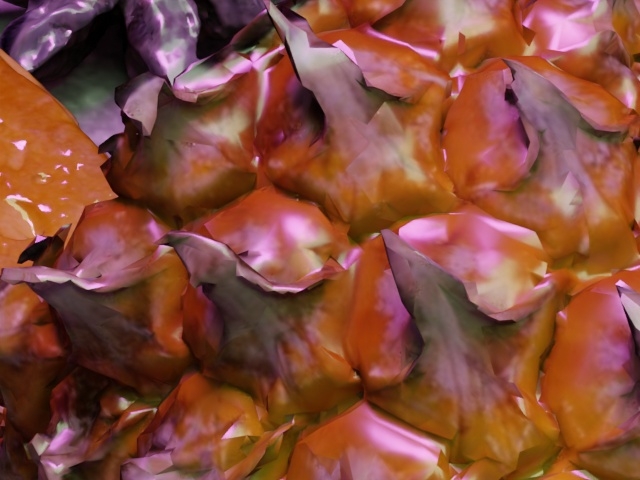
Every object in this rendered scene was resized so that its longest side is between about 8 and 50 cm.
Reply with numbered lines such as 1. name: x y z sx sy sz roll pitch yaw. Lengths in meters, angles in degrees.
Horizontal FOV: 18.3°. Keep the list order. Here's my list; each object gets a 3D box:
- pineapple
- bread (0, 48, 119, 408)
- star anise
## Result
1. pineapple: 0.067 0.075 0.645 0.352 0.352 0.300 -24 71 -31
2. bread: -0.195 -0.001 0.779 0.210 0.099 0.235 -29 58 -36
3. star anise: -0.081 -0.121 0.930 0.204 0.061 0.180 -29 64 -34
